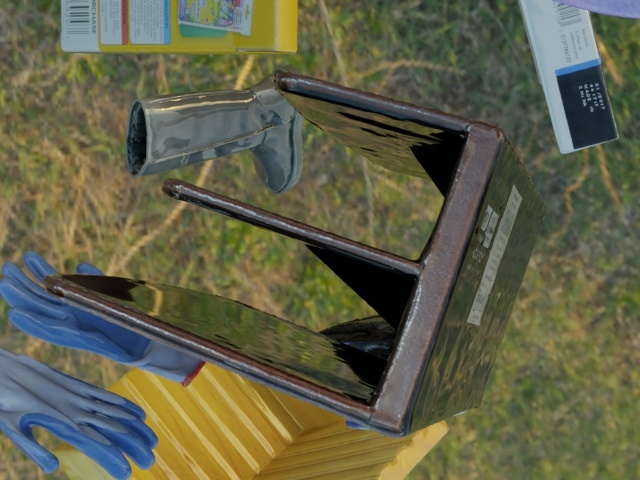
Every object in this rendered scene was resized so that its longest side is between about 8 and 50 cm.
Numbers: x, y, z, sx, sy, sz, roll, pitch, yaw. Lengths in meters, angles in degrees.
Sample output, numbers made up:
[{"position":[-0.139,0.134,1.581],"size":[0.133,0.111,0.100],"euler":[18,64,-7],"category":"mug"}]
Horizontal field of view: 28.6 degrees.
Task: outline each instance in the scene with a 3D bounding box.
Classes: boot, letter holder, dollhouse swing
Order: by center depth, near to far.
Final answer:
[{"position":[0.000,0.000,0.741],"size":[0.214,0.152,0.302],"euler":[19,180,15],"category":"letter holder"},{"position":[-0.118,-0.104,1.419],"size":[0.208,0.076,0.190],"euler":[-26,137,-32],"category":"boot"},{"position":[-0.078,0.226,1.565],"size":[0.347,0.315,0.305],"euler":[-36,175,-44],"category":"dollhouse swing"}]

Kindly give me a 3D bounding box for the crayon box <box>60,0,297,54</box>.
[{"position":[-0.123,-0.278,1.190],"size":[0.083,0.323,0.203],"euler":[-6,101,-45],"category":"crayon box"}]

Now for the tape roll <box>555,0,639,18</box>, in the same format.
[{"position":[0.136,-0.222,0.446],"size":[0.090,0.275,0.275],"euler":[-24,153,-45],"category":"tape roll"}]

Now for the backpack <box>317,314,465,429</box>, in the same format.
[{"position":[0.050,0.098,0.940],"size":[0.114,0.084,0.105],"euler":[-2,-178,44],"category":"backpack"}]

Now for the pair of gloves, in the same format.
[{"position":[-0.160,0.077,0.816],"size":[0.159,0.198,0.023],"euler":[27,118,2],"category":"pair of gloves"}]

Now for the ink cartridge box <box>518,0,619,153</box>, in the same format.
[{"position":[0.248,-0.214,1.310],"size":[0.065,0.333,0.165],"euler":[-16,108,10],"category":"ink cartridge box"}]
